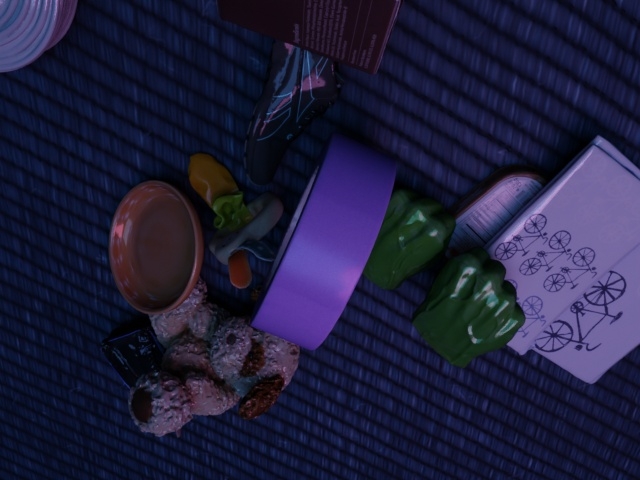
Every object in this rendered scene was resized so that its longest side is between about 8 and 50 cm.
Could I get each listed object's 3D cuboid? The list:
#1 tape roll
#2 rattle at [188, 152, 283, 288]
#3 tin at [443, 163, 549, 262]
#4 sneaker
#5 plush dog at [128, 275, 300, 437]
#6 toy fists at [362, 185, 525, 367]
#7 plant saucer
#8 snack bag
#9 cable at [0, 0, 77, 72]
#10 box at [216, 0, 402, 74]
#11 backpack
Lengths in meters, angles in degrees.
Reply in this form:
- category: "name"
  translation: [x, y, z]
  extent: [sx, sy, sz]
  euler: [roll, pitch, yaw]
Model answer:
- category: "tape roll"
  translation: [0.000, 0.000, 0.796]
  extent: [0.090, 0.274, 0.274]
  euler: [23, 115, -6]
- category: "rattle"
  translation: [-0.127, -0.039, 0.831]
  extent: [0.130, 0.199, 0.142]
  euler: [-14, 113, 12]
- category: "tin"
  translation: [0.253, -0.030, 0.891]
  extent: [0.106, 0.040, 0.190]
  euler: [44, 112, -10]
- category: "sneaker"
  translation: [-0.032, -0.187, 0.808]
  extent: [0.106, 0.101, 0.267]
  euler: [18, 116, -5]
- category: "plush dog"
  translation: [-0.140, 0.189, 0.944]
  extent: [0.226, 0.262, 0.210]
  euler: [-11, 141, 17]
- category: "toy fists"
  translation: [0.163, 0.037, 0.851]
  extent: [0.279, 0.096, 0.142]
  euler: [48, 129, 18]
- category: "plant saucer"
  translation: [-0.242, 0.010, 0.908]
  extent: [0.200, 0.037, 0.199]
  euler: [0, 90, 36]
- category: "snack bag"
  translation: [0.401, 0.061, 0.897]
  extent: [0.343, 0.037, 0.323]
  euler: [32, 115, -18]
- category: "cable"
  translation: [-0.444, -0.349, 0.778]
  extent: [0.257, 0.089, 0.257]
  euler: [-6, 115, 8]
- category: "box"
  translation: [0.005, -0.317, 0.657]
  extent: [0.203, 0.167, 0.168]
  euler: [20, 80, 0]
- category: "backpack"
  translation: [-0.293, 0.189, 1.020]
  extent: [0.105, 0.084, 0.114]
  euler: [-21, 107, 14]
